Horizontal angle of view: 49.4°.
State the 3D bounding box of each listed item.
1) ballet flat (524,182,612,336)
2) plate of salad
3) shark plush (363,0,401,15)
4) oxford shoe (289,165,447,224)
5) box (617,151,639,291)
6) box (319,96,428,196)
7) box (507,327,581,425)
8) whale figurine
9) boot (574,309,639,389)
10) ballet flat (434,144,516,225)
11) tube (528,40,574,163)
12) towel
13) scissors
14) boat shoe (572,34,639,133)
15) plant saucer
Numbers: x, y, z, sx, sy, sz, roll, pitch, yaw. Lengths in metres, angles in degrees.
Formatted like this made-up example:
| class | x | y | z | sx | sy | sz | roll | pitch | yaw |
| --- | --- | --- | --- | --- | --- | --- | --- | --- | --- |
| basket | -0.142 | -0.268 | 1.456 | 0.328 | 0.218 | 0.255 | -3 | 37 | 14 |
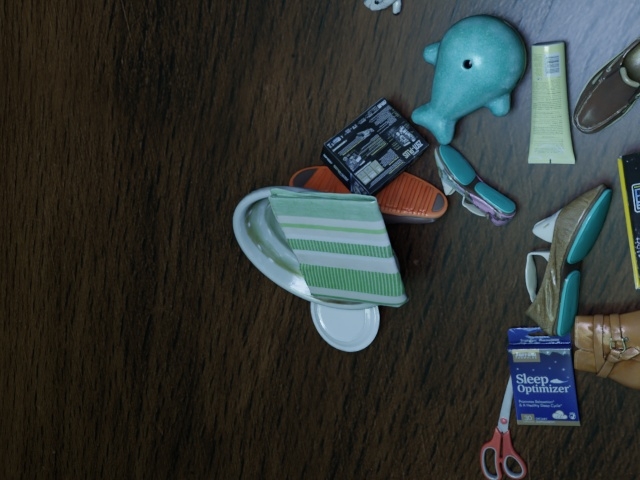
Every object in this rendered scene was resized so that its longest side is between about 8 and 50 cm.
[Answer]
| class | x | y | z | sx | sy | sz | roll | pitch | yaw |
| --- | --- | --- | --- | --- | --- | --- | --- | --- | --- |
| ballet flat | 0.489 | 0.032 | 1.430 | 0.124 | 0.116 | 0.342 | 28 | 123 | 39 |
| plate of salad | 0.063 | 0.176 | 1.723 | 0.200 | 0.048 | 0.199 | 7 | 102 | 34 |
| shark plush | 0.147 | -0.546 | 1.437 | 0.067 | 0.073 | 0.161 | 57 | 133 | 37 |
| oxford shoe | 0.112 | -0.082 | 1.591 | 0.364 | 0.130 | 0.132 | 11 | 139 | 22 |
| box | 0.716 | -0.053 | 1.229 | 0.322 | 0.079 | 0.257 | -9 | 75 | 30 |
| box | 0.114 | -0.192 | 1.495 | 0.147 | 0.180 | 0.077 | 47 | 164 | 7 |
| box | 0.492 | 0.303 | 1.541 | 0.137 | 0.036 | 0.225 | -6 | 103 | 24 |
| whale figurine | 0.282 | -0.316 | 1.388 | 0.216 | 0.141 | 0.272 | 43 | 121 | 9 |
| boot | 0.631 | 0.167 | 1.401 | 0.220 | 0.109 | 0.283 | 11 | 118 | 29 |
| ballet flat | 0.316 | -0.109 | 1.487 | 0.221 | 0.077 | 0.079 | 43 | 140 | 9 |
| tube | 0.450 | -0.267 | 1.371 | 0.062 | 0.070 | 0.240 | -13 | 109 | -13 |
| towel | 0.043 | 0.021 | 1.455 | 0.248 | 0.038 | 0.324 | 6 | 139 | 28 |
| scissors | 0.420 | 0.438 | 1.637 | 0.109 | 0.021 | 0.297 | -2 | 106 | 28 |
| boat shoe | 0.557 | -0.300 | 1.275 | 0.095 | 0.095 | 0.257 | 41 | 120 | 10 |
| plant saucer | 0.000 | 0.000 | 1.574 | 0.401 | 0.100 | 0.400 | 18 | 144 | 13 |
